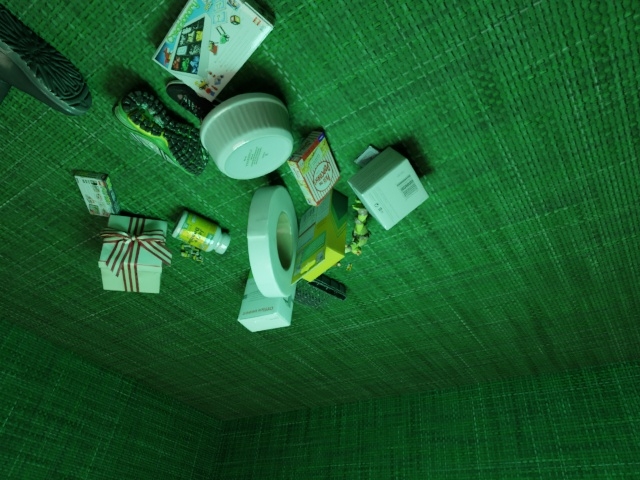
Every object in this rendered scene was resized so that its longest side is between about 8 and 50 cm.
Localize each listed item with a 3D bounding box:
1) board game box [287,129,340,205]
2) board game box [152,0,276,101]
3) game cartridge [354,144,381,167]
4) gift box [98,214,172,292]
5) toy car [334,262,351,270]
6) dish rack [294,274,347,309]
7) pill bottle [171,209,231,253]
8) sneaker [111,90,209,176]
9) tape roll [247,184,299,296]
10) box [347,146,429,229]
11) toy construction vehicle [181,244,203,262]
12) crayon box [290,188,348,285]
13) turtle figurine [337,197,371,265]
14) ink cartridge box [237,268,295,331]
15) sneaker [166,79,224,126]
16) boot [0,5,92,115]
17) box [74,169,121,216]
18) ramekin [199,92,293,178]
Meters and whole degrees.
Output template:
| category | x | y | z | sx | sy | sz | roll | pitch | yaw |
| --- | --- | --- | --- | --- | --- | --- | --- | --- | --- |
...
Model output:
| category | x | y | z | sx | sy | sz | roll | pitch | yaw |
| --- | --- | --- | --- | --- | --- | --- | --- | --- | --- |
| board game box | -0.017 | -0.229 | 1.414 | 0.045 | 0.147 | 0.193 | 18 | 151 | 35 |
| board game box | -0.286 | -0.530 | 1.164 | 0.193 | 0.053 | 0.305 | 33 | 134 | -29 |
| game cartridge | 0.157 | -0.271 | 1.440 | 0.056 | 0.017 | 0.083 | 30 | 135 | -21 |
| gift box | -0.730 | 0.067 | 1.759 | 0.255 | 0.276 | 0.258 | 2 | 144 | -20 |
| toy car | 0.075 | 0.093 | 1.888 | 0.122 | 0.060 | 0.040 | 14 | 98 | -34 |
| dish rack | -0.031 | 0.249 | 2.048 | 0.208 | 0.074 | 0.271 | 29 | 136 | -24 |
| pill bottle | -0.468 | -0.026 | 1.745 | 0.208 | 0.117 | 0.117 | 27 | 136 | -23 |
| sneaker | -0.496 | -0.333 | 1.399 | 0.146 | 0.134 | 0.343 | 7 | 152 | 41 |
| tape roll | -0.152 | 0.004 | 1.525 | 0.072 | 0.392 | 0.392 | -3 | 139 | 12 |
| box | 0.218 | -0.167 | 1.419 | 0.182 | 0.119 | 0.181 | -39 | 126 | 4 |
| toy construction vehicle | -0.556 | 0.054 | 1.925 | 0.098 | 0.035 | 0.086 | 15 | 151 | -6 |
| crayon box | 0.000 | 0.000 | 1.547 | 0.083 | 0.323 | 0.203 | 28 | 136 | -24 |
| turtle figurine | 0.135 | -0.030 | 1.581 | 0.087 | 0.269 | 0.217 | 17 | 119 | 20 |
| ink cartridge box | -0.223 | 0.240 | 1.906 | 0.198 | 0.273 | 0.115 | -14 | 136 | 24 |
| sneaker | -0.357 | -0.384 | 1.295 | 0.217 | 0.121 | 0.079 | 22 | 137 | -17 |
| boot | -0.947 | -0.429 | 1.303 | 0.445 | 0.146 | 0.367 | -25 | 122 | 28 |
| box | -0.847 | -0.173 | 1.686 | 0.114 | 0.036 | 0.207 | 9 | 140 | -2 |
| ramekin | -0.201 | -0.290 | 1.285 | 0.273 | 0.127 | 0.273 | -22 | 163 | -7 |
